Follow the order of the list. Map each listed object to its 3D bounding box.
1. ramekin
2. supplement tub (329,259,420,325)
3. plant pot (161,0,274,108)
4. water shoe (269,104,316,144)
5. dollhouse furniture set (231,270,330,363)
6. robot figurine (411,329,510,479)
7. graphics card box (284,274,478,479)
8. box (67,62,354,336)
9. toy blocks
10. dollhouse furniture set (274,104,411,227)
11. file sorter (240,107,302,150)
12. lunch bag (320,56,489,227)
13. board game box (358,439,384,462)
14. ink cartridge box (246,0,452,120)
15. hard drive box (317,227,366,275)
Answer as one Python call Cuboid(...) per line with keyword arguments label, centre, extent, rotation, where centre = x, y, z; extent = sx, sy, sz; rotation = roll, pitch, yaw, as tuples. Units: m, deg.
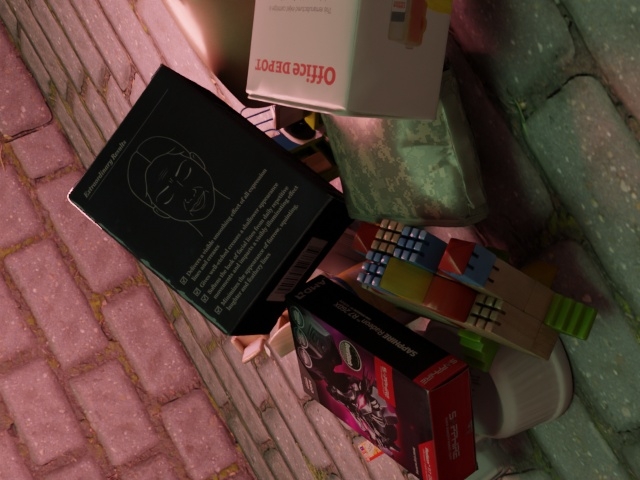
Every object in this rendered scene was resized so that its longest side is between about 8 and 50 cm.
Cuboid(label="ramekin", centre=(0.286, 0.210, 1.691), extent=(0.273, 0.127, 0.273), rotation=(47, 153, 33))
Cuboid(label="supplement tub", centre=(0.109, 0.103, 1.853), extent=(0.144, 0.200, 0.144), rotation=(46, 151, 35))
Cuboid(label="plant pot", centre=(-0.132, -0.387, 1.811), extent=(0.256, 0.256, 0.274), rotation=(30, 148, 52))
Cuboid(label="water shoe", centre=(-0.063, -0.285, 1.964), extent=(0.203, 0.073, 0.080), rotation=(63, 152, 0))
Cuboid(label="dollhouse furniture set", centre=(-0.154, 0.089, 2.165), extent=(0.303, 0.286, 0.198), rotation=(51, -163, -17))
Cuboid(label="robot figurine", centre=(0.204, 0.314, 1.881), extent=(0.353, 0.200, 0.300), rotation=(53, -173, 19))
Cuboid(label="graphics card box", centre=(0.097, 0.232, 1.671), extent=(0.371, 0.094, 0.232), rotation=(32, 142, 44))
Cuboid(label="box", centre=(-0.183, -0.065, 1.759), extent=(0.395, 0.293, 0.212), rotation=(39, -173, 15))
Cuboid(label="toy blocks", centre=(0.177, 0.060, 1.497), extent=(0.261, 0.190, 0.381), rotation=(28, 173, -38))
Cuboid(label="dollhouse furniture set", centre=(0.035, -0.120, 1.832), extent=(0.301, 0.151, 0.197), rotation=(50, 154, 28))
Cuboid(label="file sorter", centre=(-0.110, -0.205, 2.094), extent=(0.104, 0.118, 0.170), rotation=(57, 156, 20))
Cuboid(label="lunch bag", centre=(0.145, -0.151, 1.541), extent=(0.287, 0.169, 0.235), rotation=(15, 126, 58))
Cuboid(label="board game box", centre=(0.173, 0.398, 2.106), extent=(0.045, 0.147, 0.193), rotation=(58, 157, 11))
Cuboid(label="ink cartridge box", centre=(0.044, -0.367, 1.355), extent=(0.279, 0.160, 0.384), rotation=(22, 108, 56))
Cuboid(label="hard drive box", centre=(0.000, 0.000, 1.994), extent=(0.232, 0.181, 0.089), rotation=(31, 96, 53))
